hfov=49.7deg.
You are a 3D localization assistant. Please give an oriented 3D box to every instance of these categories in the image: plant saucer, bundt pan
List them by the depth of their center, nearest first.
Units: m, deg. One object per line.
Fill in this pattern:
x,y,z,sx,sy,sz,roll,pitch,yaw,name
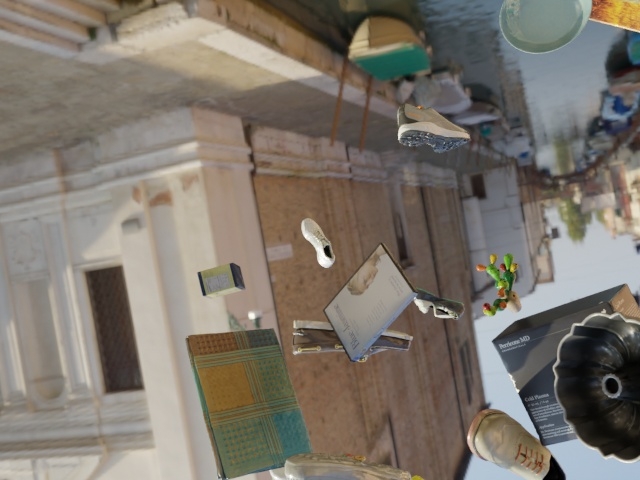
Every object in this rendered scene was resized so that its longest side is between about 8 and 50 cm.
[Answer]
0.495,-0.497,1.518,0.195,0.194,0.037,-10,167,26,plant saucer
0.692,0.322,1.551,0.124,0.330,0.331,2,174,-31,bundt pan

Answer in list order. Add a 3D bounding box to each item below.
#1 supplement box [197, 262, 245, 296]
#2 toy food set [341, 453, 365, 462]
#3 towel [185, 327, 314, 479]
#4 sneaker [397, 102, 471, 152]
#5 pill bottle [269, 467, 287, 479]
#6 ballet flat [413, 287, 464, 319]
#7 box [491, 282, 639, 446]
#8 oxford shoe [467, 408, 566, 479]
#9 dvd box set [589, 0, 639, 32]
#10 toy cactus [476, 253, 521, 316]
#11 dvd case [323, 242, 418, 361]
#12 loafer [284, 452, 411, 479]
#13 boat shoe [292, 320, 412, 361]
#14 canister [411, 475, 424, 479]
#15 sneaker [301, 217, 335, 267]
-0.220,0.091,1.541,0.083,0.056,0.083,-15,170,2,supplement box
0.114,0.779,2.465,0.083,0.020,0.083,7,179,26,toy food set
-0.178,0.397,1.730,0.272,0.370,0.040,1,146,-37,towel
0.308,-0.304,1.847,0.272,0.107,0.100,6,158,-44,sneaker
-0.060,0.669,1.887,0.118,0.208,0.117,-10,-148,6,pill bottle
0.376,0.214,2.290,0.203,0.074,0.074,18,-177,4,ballet flat
0.685,0.324,1.796,0.343,0.312,0.179,-27,177,38,box
0.532,0.555,1.838,0.397,0.140,0.147,33,170,-40,oxford shoe
0.748,-0.550,1.370,0.062,0.307,0.420,-16,-143,-39,dvd box set
0.524,0.148,2.000,0.112,0.180,0.218,-13,-138,34,toy cactus
0.118,0.153,1.715,0.022,0.180,0.253,17,121,-42,dvd case
0.058,0.489,1.367,0.320,0.111,0.112,24,163,-34,loafer
0.084,0.277,1.871,0.325,0.096,0.116,5,172,3,boat shoe
0.254,0.736,1.924,0.073,0.126,0.170,-20,157,-23,canister
0.000,0.000,1.934,0.054,0.152,0.061,-28,175,-23,sneaker
